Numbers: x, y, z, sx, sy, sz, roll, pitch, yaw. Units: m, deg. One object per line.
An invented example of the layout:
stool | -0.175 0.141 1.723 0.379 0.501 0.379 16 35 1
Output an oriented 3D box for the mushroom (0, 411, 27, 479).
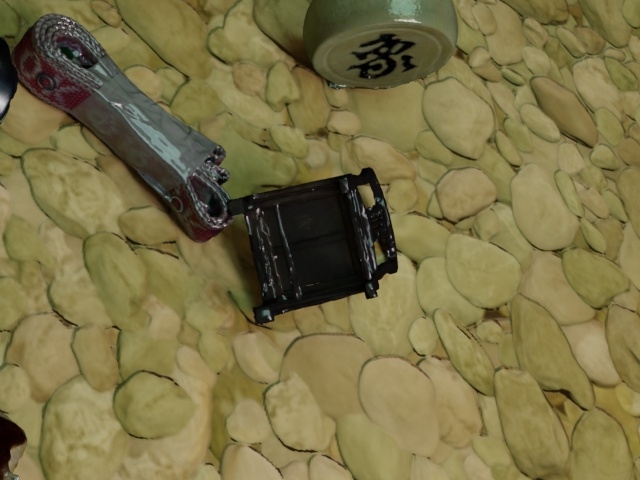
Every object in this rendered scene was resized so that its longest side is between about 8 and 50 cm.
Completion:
mushroom | -0.261 0.227 1.197 0.233 0.208 0.302 -33 100 -6

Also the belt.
belt | -0.158 -0.097 1.550 0.232 0.053 0.071 45 42 -9

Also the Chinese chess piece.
Chinese chess piece | 0.056 -0.192 1.719 0.144 0.144 0.059 10 63 -35

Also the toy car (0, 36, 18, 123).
toy car | -0.338 -0.074 1.261 0.188 0.255 0.190 26 66 -32

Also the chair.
chair | 0.000 0.000 1.594 0.229 0.113 0.106 -30 108 -84
